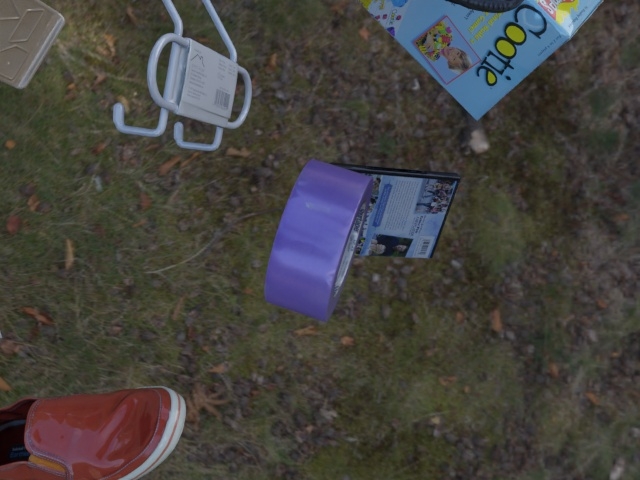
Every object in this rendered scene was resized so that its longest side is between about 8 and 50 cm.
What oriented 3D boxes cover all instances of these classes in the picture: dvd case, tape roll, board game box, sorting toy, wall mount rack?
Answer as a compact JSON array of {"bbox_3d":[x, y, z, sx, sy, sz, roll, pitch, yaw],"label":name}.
[{"bbox_3d":[0.113,-0.050,1.399,0.253,0.022,0.180,3,122,-20],"label":"dvd case"},{"bbox_3d":[0.000,0.000,0.959,0.080,0.189,0.189,18,76,8],"label":"tape roll"},{"bbox_3d":[0.132,-0.286,0.778,0.275,0.144,0.142,45,53,-2],"label":"board game box"},{"bbox_3d":[-0.190,-0.141,0.483,0.083,0.012,0.062,-57,149,4],"label":"sorting toy"},{"bbox_3d":[-0.228,-0.312,1.287,0.350,0.130,0.304,1,99,-72],"label":"wall mount rack"}]

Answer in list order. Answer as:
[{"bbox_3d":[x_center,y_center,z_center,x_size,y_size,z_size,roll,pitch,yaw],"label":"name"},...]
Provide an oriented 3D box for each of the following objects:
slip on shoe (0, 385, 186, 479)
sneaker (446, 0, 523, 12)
[{"bbox_3d":[-0.315,0.242,0.961,0.101,0.331,0.123,50,35,-49],"label":"slip on shoe"},{"bbox_3d":[0.067,-0.208,0.572,0.170,0.089,0.051,21,97,1],"label":"sneaker"}]
